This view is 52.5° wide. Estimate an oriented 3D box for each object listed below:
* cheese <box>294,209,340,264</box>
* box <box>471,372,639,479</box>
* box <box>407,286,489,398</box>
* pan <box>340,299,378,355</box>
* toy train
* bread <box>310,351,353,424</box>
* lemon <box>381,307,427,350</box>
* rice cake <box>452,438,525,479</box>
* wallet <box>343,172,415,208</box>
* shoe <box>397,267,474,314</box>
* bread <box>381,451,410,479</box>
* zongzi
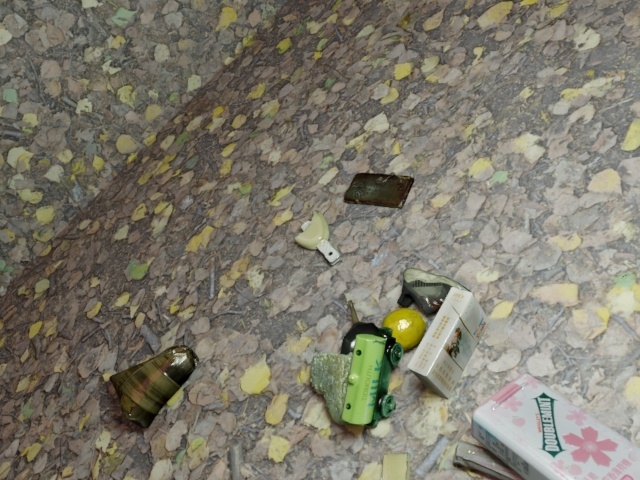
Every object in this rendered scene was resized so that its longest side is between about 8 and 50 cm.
[{"bbox_3d":[0.000,-0.001,2.081,0.127,0.050,0.235,-41,44,-2],"label":"cheese"},{"bbox_3d":[0.501,0.434,1.304,0.190,0.112,0.369,-28,39,-23],"label":"box"},{"bbox_3d":[0.317,0.250,1.585,0.067,0.149,0.233,19,70,40],"label":"box"},{"bbox_3d":[0.127,0.260,1.786,0.128,0.048,0.202,-7,55,30],"label":"pan"},{"bbox_3d":[0.121,0.339,1.608,0.105,0.157,0.254,12,93,39],"label":"toy train"},{"bbox_3d":[0.042,0.369,1.713,0.173,0.064,0.232,-59,38,24],"label":"bread"},{"bbox_3d":[0.214,0.234,1.700,0.133,0.109,0.109,-23,46,4],"label":"lemon"},{"bbox_3d":[0.403,0.498,1.401,0.269,0.049,0.055,9,41,40],"label":"rice cake"},{"bbox_3d":[0.186,-0.166,2.090,0.232,0.031,0.122,8,65,40],"label":"wallet"},{"bbox_3d":[0.299,0.149,1.724,0.227,0.099,0.112,18,76,47],"label":"shoe"},{"bbox_3d":[0.175,0.575,1.520,0.068,0.028,0.154,-12,52,29],"label":"bread"},{"bbox_3d":[-0.553,0.424,2.103,0.286,0.134,0.288,-46,35,-12],"label":"zongzi"}]
